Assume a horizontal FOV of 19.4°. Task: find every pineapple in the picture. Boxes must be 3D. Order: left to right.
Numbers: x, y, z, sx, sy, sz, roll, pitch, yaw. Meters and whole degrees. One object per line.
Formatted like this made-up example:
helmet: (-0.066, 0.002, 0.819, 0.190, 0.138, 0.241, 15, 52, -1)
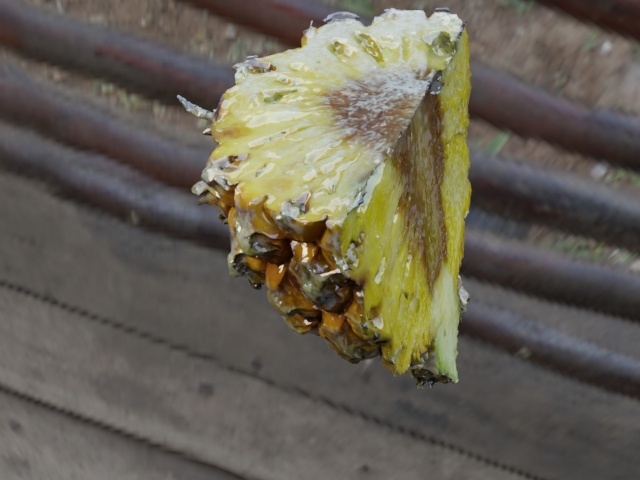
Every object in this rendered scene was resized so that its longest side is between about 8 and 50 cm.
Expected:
pineapple: (0.001, 0.003, 1.519, 0.209, 0.286, 0.344, 5, 36, 20)
